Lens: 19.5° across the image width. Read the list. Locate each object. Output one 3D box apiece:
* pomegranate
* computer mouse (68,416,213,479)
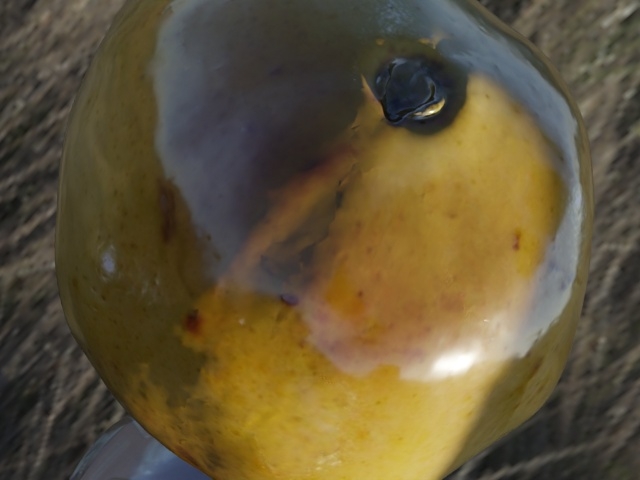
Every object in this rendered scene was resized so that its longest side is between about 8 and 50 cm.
[{"bbox_3d":[0.004,-0.004,0.736,0.233,0.233,0.233,21,49,-27],"label":"pomegranate"},{"bbox_3d":[-0.044,0.158,1.239,0.199,0.115,0.389,15,13,23],"label":"computer mouse"}]
